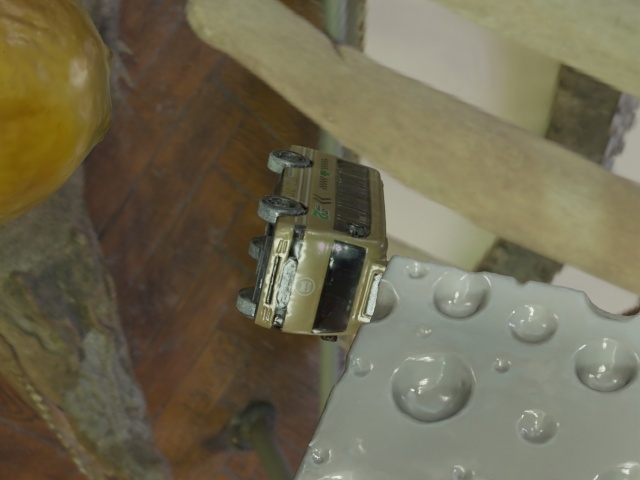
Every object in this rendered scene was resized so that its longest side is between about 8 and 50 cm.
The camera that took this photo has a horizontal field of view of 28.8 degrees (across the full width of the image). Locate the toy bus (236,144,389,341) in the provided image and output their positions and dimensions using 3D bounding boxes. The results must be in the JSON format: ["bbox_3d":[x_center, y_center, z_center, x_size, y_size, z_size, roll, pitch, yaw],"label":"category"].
[{"bbox_3d":[0.000,0.000,1.414,0.157,0.289,0.139,12,110,-3],"label":"toy bus"}]

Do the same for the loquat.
[{"bbox_3d":[-0.240,-0.104,0.728,0.238,0.238,0.193,-19,133,-37],"label":"loquat"}]

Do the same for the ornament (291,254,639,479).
[{"bbox_3d":[0.131,0.192,0.849,0.240,0.239,0.239,79,28,-47],"label":"ornament"}]
